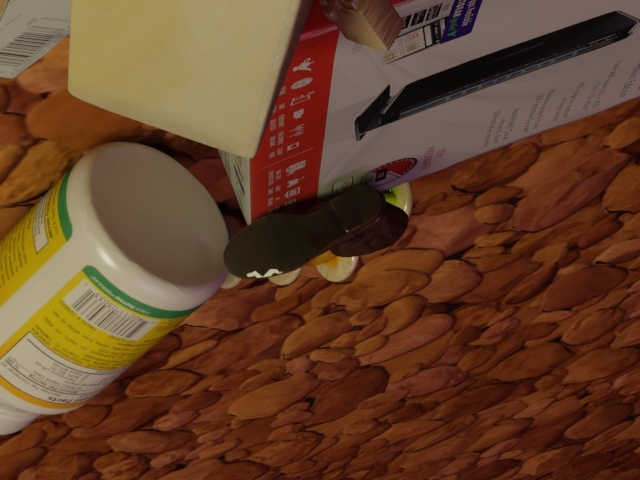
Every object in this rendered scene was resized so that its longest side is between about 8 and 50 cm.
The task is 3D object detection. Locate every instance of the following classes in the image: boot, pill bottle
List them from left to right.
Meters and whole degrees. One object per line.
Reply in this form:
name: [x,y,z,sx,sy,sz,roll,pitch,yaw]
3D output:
pill bottle: [-0.162,0.039,1.097,0.118,0.117,0.208,4,145,-46]
boot: [0.000,0.000,1.067,0.106,0.037,0.114,-20,173,7]

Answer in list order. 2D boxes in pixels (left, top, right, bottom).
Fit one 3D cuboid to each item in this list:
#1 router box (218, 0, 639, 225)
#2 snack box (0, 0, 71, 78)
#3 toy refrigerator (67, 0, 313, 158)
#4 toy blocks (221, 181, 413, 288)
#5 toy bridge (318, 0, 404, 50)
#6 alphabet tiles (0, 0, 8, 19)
router box: [0.087,-0.128,0.935,0.301,0.082,0.335,-20,168,-6]
snack box: [-0.092,-0.184,0.724,0.322,0.060,0.187,-34,165,24]
toy refrigerator: [-0.036,-0.137,0.614,0.094,0.102,0.269,20,159,-2]
toy blocks: [-0.026,-0.012,1.191,0.148,0.054,0.123,-2,150,-39]
toy bridge: [0.051,-0.167,0.710,0.188,0.026,0.063,-58,142,-14]
alphabet tiles: [-0.218,-0.175,0.587,0.285,0.011,0.342,10,135,-26]
